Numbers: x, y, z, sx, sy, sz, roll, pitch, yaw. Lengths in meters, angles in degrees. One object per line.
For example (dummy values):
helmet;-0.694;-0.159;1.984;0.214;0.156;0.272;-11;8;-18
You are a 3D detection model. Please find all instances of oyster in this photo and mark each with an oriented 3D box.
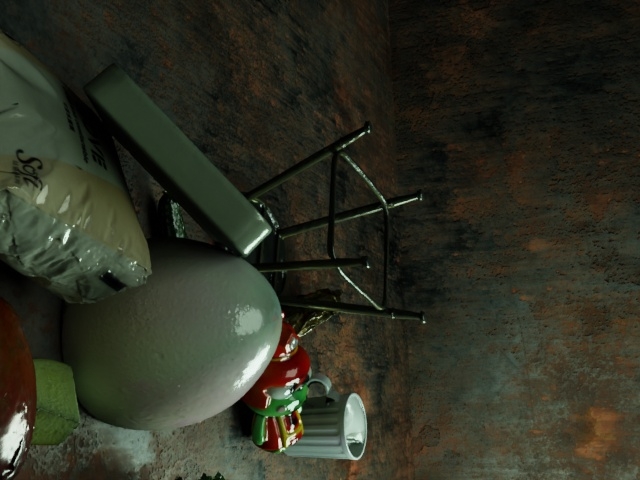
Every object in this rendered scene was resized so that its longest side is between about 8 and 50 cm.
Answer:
oyster;-0.044;0.196;2.173;0.111;0.204;0.396;54;23;0

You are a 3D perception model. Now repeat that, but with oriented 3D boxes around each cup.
cup;0.001;0.460;2.174;0.167;0.202;0.221;21;64;-66

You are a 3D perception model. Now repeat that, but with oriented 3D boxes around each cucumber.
cucumber;-0.298;0.036;1.735;0.067;0.068;0.293;-37;117;-65

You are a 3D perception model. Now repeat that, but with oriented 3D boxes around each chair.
chair;0.000;0.000;1.998;0.362;0.410;0.364;43;42;-52

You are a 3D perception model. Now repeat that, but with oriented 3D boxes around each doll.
doll;-0.109;0.324;1.967;0.183;0.160;0.362;-24;126;-47

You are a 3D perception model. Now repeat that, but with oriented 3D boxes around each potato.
potato;-0.459;0.243;1.299;0.149;0.081;0.120;35;20;-42

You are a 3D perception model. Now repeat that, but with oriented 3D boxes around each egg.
egg;-0.231;0.161;1.501;0.354;0.340;0.354;-7;90;-67

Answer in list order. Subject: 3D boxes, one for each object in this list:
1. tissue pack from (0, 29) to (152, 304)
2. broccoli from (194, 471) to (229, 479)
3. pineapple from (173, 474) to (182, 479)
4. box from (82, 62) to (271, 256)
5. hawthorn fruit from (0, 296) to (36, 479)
tissue pack;-0.433;-0.112;1.286;0.390;0.195;0.375;45;22;-57
broccoli;-0.193;0.526;1.558;0.195;0.156;0.195;178;-90;-71
pineapple;-0.300;0.554;1.566;0.225;0.076;0.224;-7;90;-72
box;-0.243;-0.120;1.442;0.373;0.090;0.367;45;-6;-3
hawthorn fruit;-0.472;0.193;0.969;0.316;0.316;0.315;-6;90;-68
